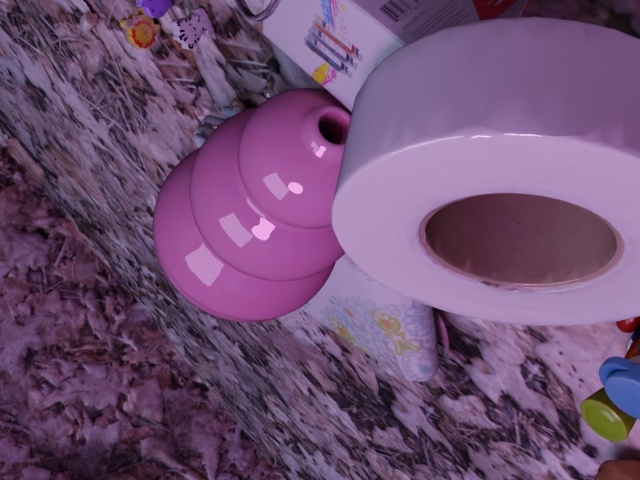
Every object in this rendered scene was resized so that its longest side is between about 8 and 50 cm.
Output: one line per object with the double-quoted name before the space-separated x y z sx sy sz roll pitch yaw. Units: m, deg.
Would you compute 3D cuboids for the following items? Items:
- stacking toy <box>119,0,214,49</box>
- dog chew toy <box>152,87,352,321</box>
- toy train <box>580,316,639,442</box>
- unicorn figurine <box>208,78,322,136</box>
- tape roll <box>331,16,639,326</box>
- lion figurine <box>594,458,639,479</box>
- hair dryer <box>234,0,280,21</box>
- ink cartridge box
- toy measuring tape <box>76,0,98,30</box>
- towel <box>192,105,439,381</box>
"stacking toy" -0.238 -0.344 1.148 0.167 0.052 0.221 18 142 51
"dog chew toy" -0.048 -0.041 0.907 0.206 0.207 0.332 49 149 1
"toy train" 0.289 0.126 0.813 0.105 0.143 0.248 42 156 18
"unicorn figurine" -0.047 -0.146 1.062 0.060 0.162 0.111 40 -170 -51
"tape roll" 0.153 -0.036 0.684 0.286 0.100 0.286 9 153 5
"lion figurine" 0.387 0.324 0.961 0.392 0.142 0.240 13 131 61
"hair dryer" 0.008 -0.302 0.610 0.224 0.080 0.293 3 103 21
"ink cartridge box" 0.055 -0.193 0.753 0.176 0.128 0.127 44 157 14
"toy measuring tape" -0.478 -0.439 1.355 0.330 0.121 0.121 55 157 -14
"towel" 0.000 0.000 1.220 0.374 0.090 0.320 31 154 37
